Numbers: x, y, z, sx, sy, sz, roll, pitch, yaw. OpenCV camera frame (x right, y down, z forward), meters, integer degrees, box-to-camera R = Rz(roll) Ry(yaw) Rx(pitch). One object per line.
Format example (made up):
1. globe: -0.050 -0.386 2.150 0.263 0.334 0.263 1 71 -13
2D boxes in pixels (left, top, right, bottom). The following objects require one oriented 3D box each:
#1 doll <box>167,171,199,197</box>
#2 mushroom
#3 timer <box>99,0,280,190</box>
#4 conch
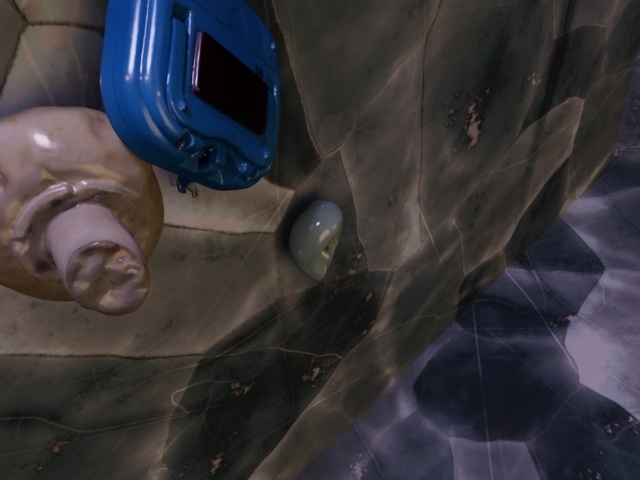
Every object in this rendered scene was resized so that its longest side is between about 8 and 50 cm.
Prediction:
1. doll: -0.256 -0.159 0.978 0.096 0.070 0.195 -63 153 -43
2. mushroom: -0.352 -0.016 0.762 0.315 0.336 0.314 -18 127 -25
3. timer: -0.175 -0.248 0.830 0.340 0.115 0.308 22 69 -62
4. conch: -0.003 -0.004 1.330 0.185 0.121 0.221 -28 144 -35
